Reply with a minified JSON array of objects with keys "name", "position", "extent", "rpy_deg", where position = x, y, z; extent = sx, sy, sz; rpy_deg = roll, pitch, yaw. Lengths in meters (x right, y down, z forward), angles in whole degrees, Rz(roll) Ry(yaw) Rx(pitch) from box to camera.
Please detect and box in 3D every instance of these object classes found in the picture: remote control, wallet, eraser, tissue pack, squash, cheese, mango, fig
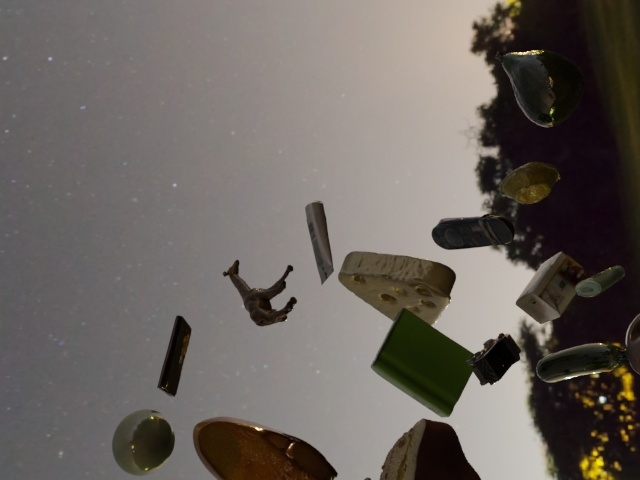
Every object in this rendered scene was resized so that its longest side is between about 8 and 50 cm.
[{"name":"remote control","position":[0.385,-0.028,1.677],"extent":[0.066,0.266,0.090],"rpy_deg":[-48,-70,-25]},{"name":"wallet","position":[-0.343,0.274,1.582],"extent":[0.095,0.026,0.176],"rpy_deg":[72,-157,-60]},{"name":"eraser","position":[0.301,0.360,1.982],"extent":[0.210,0.274,0.092],"rpy_deg":[-58,1,-20]},{"name":"tissue pack","position":[0.582,0.121,1.689],"extent":[0.148,0.099,0.106],"rpy_deg":[-48,-7,-22]},{"name":"squash","position":[0.733,0.333,1.861],"extent":[0.087,0.331,0.087],"rpy_deg":[13,-114,-30]},{"name":"cheese","position":[0.282,0.149,2.127],"extent":[0.384,0.384,0.104],"rpy_deg":[54,-129,-45]},{"name":"mango","position":[-0.134,0.508,1.503],"extent":[0.350,0.199,0.201],"rpy_deg":[30,-135,-8]},{"name":"fig","position":[0.373,-0.281,1.154],"extent":[0.117,0.117,0.177],"rpy_deg":[45,-168,-52]}]

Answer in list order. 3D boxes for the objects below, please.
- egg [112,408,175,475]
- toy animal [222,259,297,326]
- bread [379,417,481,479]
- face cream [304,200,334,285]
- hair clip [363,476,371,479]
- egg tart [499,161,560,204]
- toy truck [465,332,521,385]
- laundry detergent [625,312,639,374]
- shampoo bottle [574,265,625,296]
[{"name":"egg","position":[-0.332,0.377,1.262],"extent":[0.152,0.114,0.114],"rpy_deg":[-139,35,-76]},{"name":"toy animal","position":[-0.147,0.123,1.569],"extent":[0.054,0.275,0.149],"rpy_deg":[15,-99,-39]},{"name":"bread","position":[0.138,0.294,0.861],"extent":[0.192,0.067,0.119],"rpy_deg":[26,-131,-40]},{"name":"face cream","position":[0.000,0.000,1.918],"extent":[0.058,0.092,0.243],"rpy_deg":[2,-120,-21]},{"name":"hair clip","position":[0.212,0.738,1.601],"extent":[0.392,0.318,0.238],"rpy_deg":[-55,-36,-12]},{"name":"egg tart","position":[0.366,-0.095,1.169],"extent":[0.105,0.105,0.039],"rpy_deg":[48,-148,-50]},{"name":"toy truck","position":[0.478,0.325,1.842],"extent":[0.192,0.092,0.083],"rpy_deg":[-26,-100,-50]},{"name":"laundry detergent","position":[0.756,0.195,1.414],"extent":[0.237,0.171,0.076],"rpy_deg":[-58,-16,13]},{"name":"shampoo bottle","position":[0.689,0.096,1.630],"extent":[0.191,0.069,0.041],"rpy_deg":[-14,-95,-44]}]
